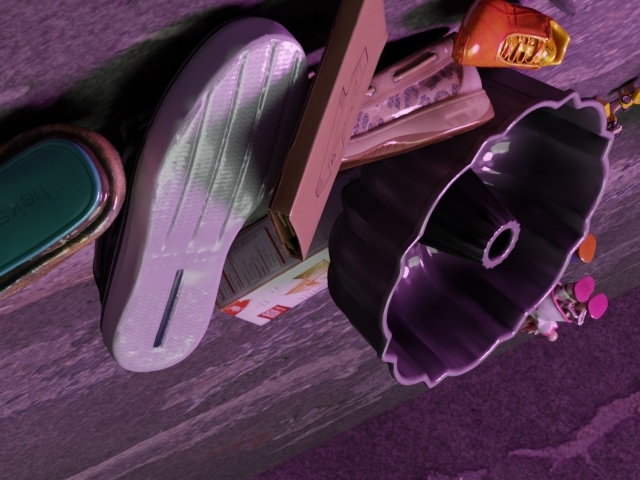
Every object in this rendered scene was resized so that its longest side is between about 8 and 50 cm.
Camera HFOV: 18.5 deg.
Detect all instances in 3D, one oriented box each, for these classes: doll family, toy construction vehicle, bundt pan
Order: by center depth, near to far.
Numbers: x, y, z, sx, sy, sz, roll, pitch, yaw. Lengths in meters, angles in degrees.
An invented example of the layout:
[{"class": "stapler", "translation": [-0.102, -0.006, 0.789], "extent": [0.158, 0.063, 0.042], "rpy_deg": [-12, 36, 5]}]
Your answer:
[{"class": "bundt pan", "translation": [0.131, -0.026, 1.901], "extent": [0.331, 0.124, 0.331], "rpy_deg": [-35, 145, -29]}, {"class": "doll family", "translation": [0.217, -0.010, 2.222], "extent": [0.163, 0.263, 0.118], "rpy_deg": [-8, -139, 47]}, {"class": "toy construction vehicle", "translation": [0.332, -0.150, 2.262], "extent": [0.098, 0.035, 0.086], "rpy_deg": [-31, 156, -1]}]

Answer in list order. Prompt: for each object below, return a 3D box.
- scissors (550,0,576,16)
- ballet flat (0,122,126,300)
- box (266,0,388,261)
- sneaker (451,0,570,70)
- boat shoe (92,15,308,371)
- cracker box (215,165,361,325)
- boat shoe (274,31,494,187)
[{"class": "scissors", "translation": [0.185, -0.224, 1.693], "extent": [0.109, 0.021, 0.297], "rpy_deg": [-30, 168, -4]}, {"class": "ballet flat", "translation": [-0.292, 0.024, 1.451], "extent": [0.348, 0.123, 0.123], "rpy_deg": [-30, 167, 7]}, {"class": "box", "translation": [0.008, -0.094, 1.513], "extent": [0.164, 0.021, 0.201], "rpy_deg": [70, 38, -77]}, {"class": "sneaker", "translation": [0.166, -0.176, 1.694], "extent": [0.175, 0.067, 0.064], "rpy_deg": [-18, 131, -58]}, {"class": "boat shoe", "translation": [-0.117, -0.049, 1.521], "extent": [0.121, 0.119, 0.335], "rpy_deg": [-2, 133, -36]}, {"class": "cracker box", "translation": [0.000, 0.000, 2.052], "extent": [0.232, 0.067, 0.156], "rpy_deg": [-30, 166, 9]}, {"class": "boat shoe", "translation": [0.014, -0.106, 1.667], "extent": [0.285, 0.089, 0.104], "rpy_deg": [-16, 179, -33]}]
